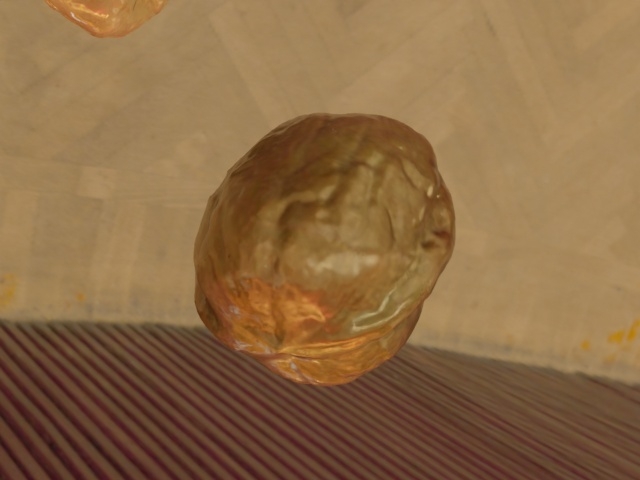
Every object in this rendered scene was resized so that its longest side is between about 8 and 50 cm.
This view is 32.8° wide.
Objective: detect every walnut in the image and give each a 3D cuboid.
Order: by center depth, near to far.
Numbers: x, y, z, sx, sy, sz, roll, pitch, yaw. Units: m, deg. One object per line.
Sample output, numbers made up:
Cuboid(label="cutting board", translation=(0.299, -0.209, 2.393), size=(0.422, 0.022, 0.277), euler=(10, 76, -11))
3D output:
Cuboid(label="walnut", translation=(0.000, 0.000, 1.045), size=(0.283, 0.283, 0.227), euler=(-38, 132, -19))

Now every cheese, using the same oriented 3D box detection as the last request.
Cuboid(label="cheese", translation=(-0.264, -0.357, 1.413), size=(0.117, 0.235, 0.218), euler=(33, 59, 6))
